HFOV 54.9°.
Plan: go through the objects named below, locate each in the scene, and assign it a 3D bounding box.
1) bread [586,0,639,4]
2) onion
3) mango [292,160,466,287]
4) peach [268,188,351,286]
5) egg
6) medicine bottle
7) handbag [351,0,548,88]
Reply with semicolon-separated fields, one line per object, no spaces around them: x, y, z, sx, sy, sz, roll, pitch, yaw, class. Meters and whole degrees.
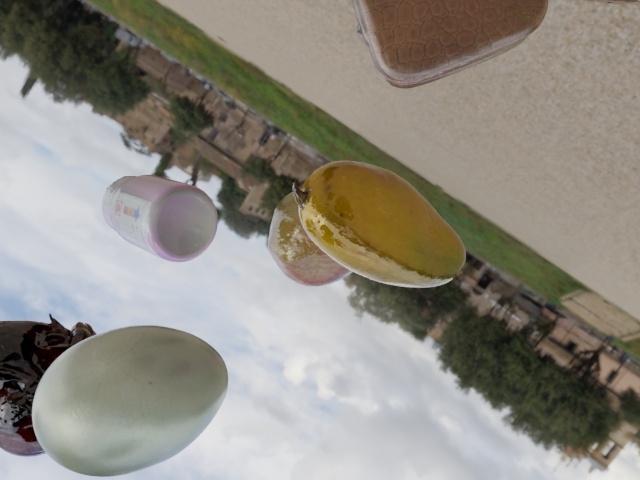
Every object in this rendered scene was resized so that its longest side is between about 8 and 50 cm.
0.120;-0.201;0.315;0.244;0.123;0.190;-9;-136;-35;bread
-0.556;0.258;1.132;0.281;0.281;0.221;29;167;-29;onion
0.094;-0.020;0.909;0.316;0.119;0.177;27;-134;-22;mango
0.000;0.000;1.330;0.232;0.233;0.232;33;-172;-5;peach
-0.200;0.166;0.658;0.151;0.209;0.151;-17;-90;-88;egg
-0.324;-0.052;1.216;0.152;0.152;0.254;27;173;-40;medicine bottle
0.089;-0.222;0.462;0.072;0.151;0.194;-37;-66;-77;handbag
